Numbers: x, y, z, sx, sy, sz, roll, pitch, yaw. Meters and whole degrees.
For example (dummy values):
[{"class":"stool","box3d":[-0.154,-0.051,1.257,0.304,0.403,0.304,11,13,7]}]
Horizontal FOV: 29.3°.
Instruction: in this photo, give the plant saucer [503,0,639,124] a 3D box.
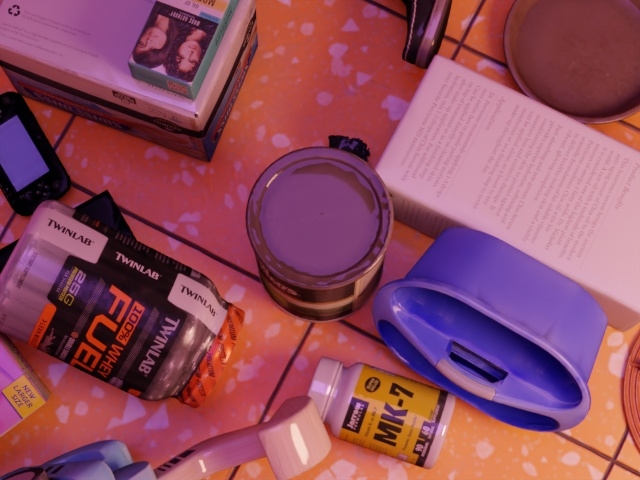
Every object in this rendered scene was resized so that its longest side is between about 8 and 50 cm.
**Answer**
[{"class":"plant saucer","box3d":[0.433,-0.315,1.986,0.278,0.041,0.277,0,76,0]}]

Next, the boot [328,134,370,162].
[{"class":"boot","box3d":[0.017,-0.119,1.936,0.121,0.045,0.099,10,79,-5]}]

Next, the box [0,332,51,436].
[{"class":"box","box3d":[-0.558,0.220,1.790,0.243,0.117,0.213,-36,95,-8]}]

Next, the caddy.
[{"class":"caddy","box3d":[0.241,0.142,1.757,0.341,0.241,0.179,30,58,7]}]

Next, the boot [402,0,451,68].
[{"class":"boot","box3d":[0.082,-0.464,1.972,0.284,0.138,0.377,9,73,1]}]

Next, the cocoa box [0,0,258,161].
[{"class":"cocoa box","box3d":[-0.295,-0.305,1.887,0.347,0.228,0.231,20,76,4]}]

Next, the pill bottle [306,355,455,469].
[{"class":"pill bottle","box3d":[0.085,0.251,1.808,0.209,0.119,0.119,18,77,5]}]

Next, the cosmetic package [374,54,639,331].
[{"class":"cosmetic package","box3d":[0.322,-0.069,1.863,0.453,0.161,0.230,27,78,7]}]

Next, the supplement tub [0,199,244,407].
[{"class":"supplement tub","box3d":[-0.295,0.100,1.779,0.338,0.207,0.207,27,77,-9]}]

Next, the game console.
[{"class":"game console","box3d":[-0.450,-0.064,1.925,0.213,0.044,0.361,-31,78,-7]}]

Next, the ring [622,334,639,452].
[{"class":"ring","box3d":[0.629,0.238,1.855,0.337,0.032,0.336,0,76,1]}]

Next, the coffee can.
[{"class":"coffee can","box3d":[0.000,0.000,1.788,0.202,0.275,0.201,0,76,1]}]

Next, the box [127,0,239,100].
[{"class":"box","box3d":[-0.180,-0.331,1.745,0.101,0.060,0.244,21,76,5]}]

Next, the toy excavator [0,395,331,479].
[{"class":"toy excavator","box3d":[-0.261,0.357,1.720,0.445,0.433,0.222,-31,102,-45]}]
